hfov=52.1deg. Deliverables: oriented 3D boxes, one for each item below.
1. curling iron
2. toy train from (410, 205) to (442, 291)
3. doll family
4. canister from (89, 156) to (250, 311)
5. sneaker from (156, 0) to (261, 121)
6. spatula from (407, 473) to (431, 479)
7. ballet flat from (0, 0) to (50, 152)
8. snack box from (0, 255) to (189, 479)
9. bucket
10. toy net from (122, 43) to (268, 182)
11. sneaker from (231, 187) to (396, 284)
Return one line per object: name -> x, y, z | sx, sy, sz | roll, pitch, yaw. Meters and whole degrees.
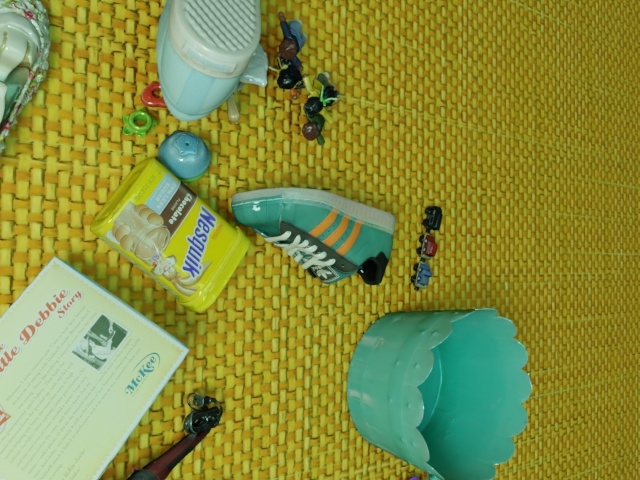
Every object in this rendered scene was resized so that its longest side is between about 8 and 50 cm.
curling iron -> -0.210, 0.272, 0.786 | 0.274, 0.035, 0.068 | -37, 123, -52
toy train -> 0.191, 0.013, 1.162 | 0.027, 0.036, 0.158 | 22, 76, -37
doll family -> -0.024, -0.230, 0.938 | 0.193, 0.076, 0.111 | 55, 27, -21
canister -> -0.188, -0.007, 0.832 | 0.170, 0.073, 0.126 | 43, 63, -28
sneaker -> -0.145, -0.296, 0.832 | 0.135, 0.150, 0.366 | 25, 44, -19
spatula -> 0.213, 0.404, 1.176 | 0.296, 0.030, 0.084 | -39, 110, -33
ballet flat -> -0.344, -0.173, 0.705 | 0.091, 0.077, 0.241 | 22, 75, -36
snack box -> -0.309, 0.197, 0.693 | 0.187, 0.060, 0.322 | 36, 65, -5
bucket -> 0.190, 0.241, 1.064 | 0.281, 0.183, 0.281 | 0, 90, -39
toy net -> -0.159, -0.191, 0.883 | 0.122, 0.045, 0.232 | 34, 63, -2
sneaker -> 0.000, 0.000, 0.961 | 0.302, 0.108, 0.121 | 12, 78, -40
